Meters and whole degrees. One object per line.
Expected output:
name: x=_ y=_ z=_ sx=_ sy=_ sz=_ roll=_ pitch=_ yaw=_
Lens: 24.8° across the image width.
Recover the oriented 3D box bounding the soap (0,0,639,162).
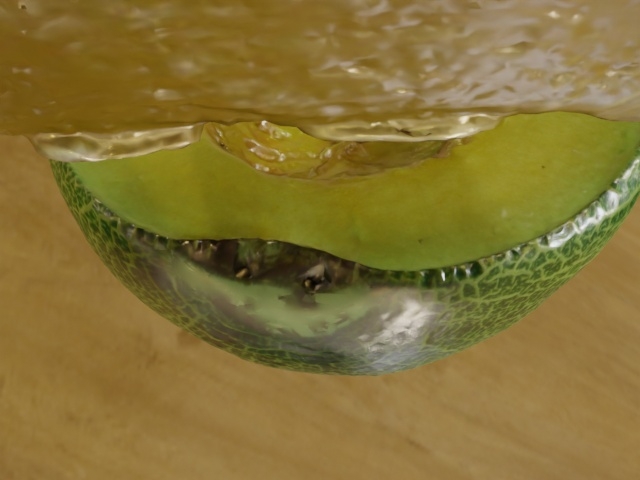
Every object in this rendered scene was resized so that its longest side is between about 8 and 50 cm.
soap: x=-0.019 y=-0.200 z=0.406 sx=0.304 sy=0.169 sz=0.339 roll=-2 pitch=71 yaw=4

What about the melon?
melon: x=0.000 y=0.000 z=0.605 sx=0.265 sy=0.169 sz=0.129 roll=10 pitch=129 yaw=9
